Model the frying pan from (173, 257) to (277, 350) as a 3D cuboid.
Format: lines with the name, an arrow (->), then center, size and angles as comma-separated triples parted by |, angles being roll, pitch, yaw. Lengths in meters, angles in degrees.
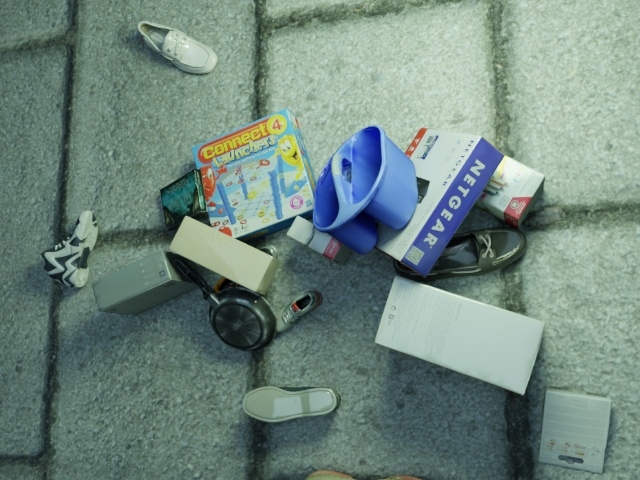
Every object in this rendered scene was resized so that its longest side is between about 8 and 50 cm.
frying pan -> -0.243, 0.162, 1.737 | 0.197, 0.053, 0.326 | -22, 106, 25

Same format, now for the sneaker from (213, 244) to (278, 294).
sneaker -> -0.204, 0.093, 1.796 | 0.215, 0.083, 0.084 | -43, 70, 5

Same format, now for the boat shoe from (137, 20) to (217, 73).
boat shoe -> -0.440, -0.585, 1.976 | 0.277, 0.096, 0.098 | 26, 89, 19

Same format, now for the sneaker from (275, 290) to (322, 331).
sneaker -> -0.073, 0.185, 1.743 | 0.161, 0.075, 0.057 | -37, 72, 8

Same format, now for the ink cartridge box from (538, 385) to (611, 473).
ink cartridge box -> 0.592, 0.438, 1.528 | 0.146, 0.045, 0.179 | 6, 101, 17

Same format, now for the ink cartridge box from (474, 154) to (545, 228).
ink cartridge box -> 0.441, -0.133, 1.615 | 0.176, 0.127, 0.128 | 31, 91, 20

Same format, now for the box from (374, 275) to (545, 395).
box -> 0.331, 0.220, 1.542 | 0.346, 0.215, 0.168 | 17, 86, 19

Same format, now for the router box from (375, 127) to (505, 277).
router box -> 0.250, -0.106, 1.590 | 0.082, 0.301, 0.335 | 33, 91, -22

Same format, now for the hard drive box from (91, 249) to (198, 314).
hard drive box -> -0.480, 0.122, 1.823 | 0.232, 0.181, 0.089 | -24, 74, 11

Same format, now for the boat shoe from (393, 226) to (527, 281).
boat shoe -> 0.345, 0.037, 1.631 | 0.336, 0.095, 0.112 | -14, 77, 14

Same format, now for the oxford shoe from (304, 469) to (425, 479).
oxford shoe -> 0.130, 0.640, 1.566 | 0.398, 0.146, 0.140 | -2, 79, 16

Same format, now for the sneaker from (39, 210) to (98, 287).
sneaker -> -0.769, 0.018, 1.973 | 0.153, 0.094, 0.234 | 9, 94, 10

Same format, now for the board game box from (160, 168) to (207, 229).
board game box -> -0.392, -0.114, 1.869 | 0.186, 0.026, 0.126 | -22, 76, 43

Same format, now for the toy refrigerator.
toy refrigerator -> -0.250, 0.040, 1.730 | 0.270, 0.094, 0.102 | 24, 85, 15

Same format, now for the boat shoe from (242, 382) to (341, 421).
boat shoe -> -0.074, 0.418, 1.703 | 0.255, 0.079, 0.095 | -11, 75, 12

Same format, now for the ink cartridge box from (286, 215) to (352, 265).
ink cartridge box -> 0.000, 0.000, 1.735 | 0.151, 0.109, 0.063 | 29, 91, 19

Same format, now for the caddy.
caddy -> 0.092, -0.134, 1.587 | 0.241, 0.179, 0.341 | -38, 29, 28

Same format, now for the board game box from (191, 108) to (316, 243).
board game box -> -0.177, -0.169, 1.830 | 0.309, 0.086, 0.301 | -20, 76, 13
